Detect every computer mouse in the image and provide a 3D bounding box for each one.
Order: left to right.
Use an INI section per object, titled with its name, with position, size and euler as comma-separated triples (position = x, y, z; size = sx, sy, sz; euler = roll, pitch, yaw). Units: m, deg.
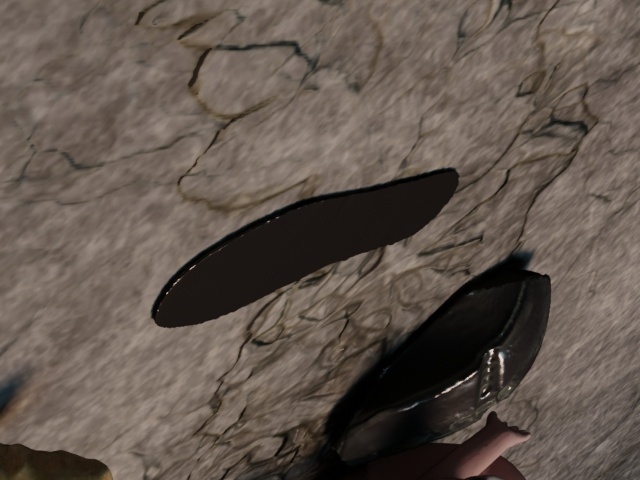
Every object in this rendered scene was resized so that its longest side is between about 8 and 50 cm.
[computer mouse]
position = 0.094, 0.096, 1.222
size = 0.192, 0.062, 0.106
euler = -43, 160, -3

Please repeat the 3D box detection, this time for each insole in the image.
[insole]
position = 0.000, 0.000, 0.965
size = 0.232, 0.003, 0.080
euler = -20, 150, -43

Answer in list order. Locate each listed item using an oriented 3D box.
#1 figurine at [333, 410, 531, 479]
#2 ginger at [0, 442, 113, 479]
[figurine]
position = 0.066, 0.213, 1.266
size = 0.186, 0.176, 0.287
euler = 1, -179, 6
[ginger]
position = -0.224, 0.153, 0.787
size = 0.288, 0.075, 0.089
euler = -19, 126, -36
